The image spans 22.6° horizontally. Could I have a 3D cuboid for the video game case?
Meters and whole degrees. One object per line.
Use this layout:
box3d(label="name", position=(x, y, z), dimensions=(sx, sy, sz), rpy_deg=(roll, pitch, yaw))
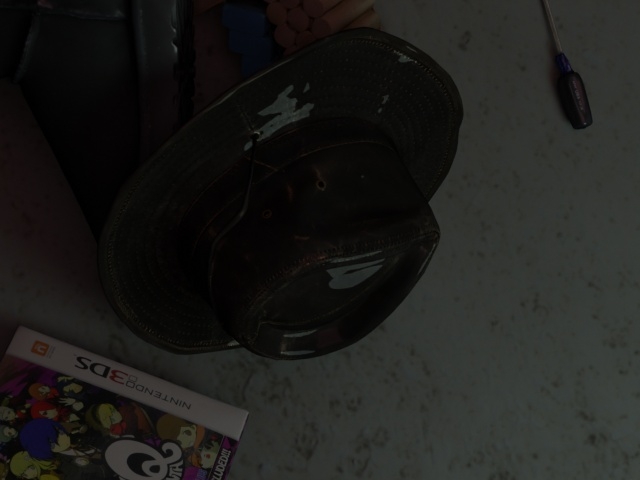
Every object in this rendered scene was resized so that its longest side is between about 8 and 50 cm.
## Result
box3d(label="video game case", position=(-0.188, 0.198, 1.280), dimensions=(0.210, 0.042, 0.232), rpy_deg=(21, 49, -1))

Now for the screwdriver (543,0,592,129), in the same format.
box3d(label="screwdriver", position=(0.211, -0.181, 1.450), dimensions=(0.025, 0.024, 0.169), rpy_deg=(-22, 85, 19))

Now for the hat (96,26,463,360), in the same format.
box3d(label="hat", position=(0.000, 0.000, 1.261), dimensions=(0.331, 0.331, 0.134), rpy_deg=(-32, 51, -10))

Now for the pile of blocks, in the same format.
box3d(label="pile of blocks", position=(-0.027, -0.224, 1.377), dimensions=(0.112, 0.149, 0.362), rpy_deg=(-43, 110, -51))

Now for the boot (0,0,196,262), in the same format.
box3d(label="boot", position=(-0.327, -0.146, 1.268), dimensions=(0.445, 0.146, 0.367), rpy_deg=(4, 123, 1))
